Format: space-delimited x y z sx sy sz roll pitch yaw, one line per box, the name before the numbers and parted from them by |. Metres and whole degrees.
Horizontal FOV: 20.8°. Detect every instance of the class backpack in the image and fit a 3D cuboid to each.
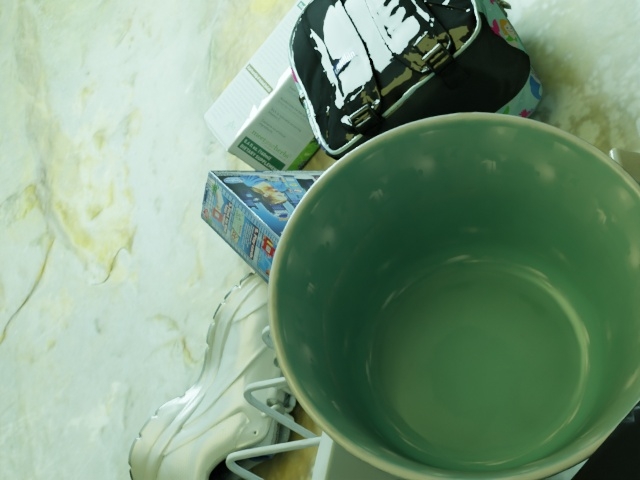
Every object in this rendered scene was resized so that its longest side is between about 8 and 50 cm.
backpack | 0.089 -0.185 1.777 0.225 0.191 0.253 -41 45 15

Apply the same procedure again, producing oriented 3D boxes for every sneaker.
sneaker | -0.069 0.156 1.789 0.129 0.111 0.297 28 87 37

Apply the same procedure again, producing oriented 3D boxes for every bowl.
bowl | 0.123 0.073 1.381 0.311 0.163 0.311 -3 63 6

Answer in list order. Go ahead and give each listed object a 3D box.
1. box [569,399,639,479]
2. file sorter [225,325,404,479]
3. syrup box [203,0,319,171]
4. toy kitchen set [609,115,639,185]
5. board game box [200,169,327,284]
box | 0.236 0.256 1.265 0.261 0.184 0.103 -50 34 7
file sorter | 0.025 0.216 1.536 0.173 0.193 0.278 -16 51 46
syrup box | -0.015 -0.188 1.982 0.237 0.093 0.096 -49 36 8
toy kitchen set | 0.299 0.008 1.479 0.207 0.122 0.166 -53 30 40
board game box | 0.000 0.000 1.765 0.194 0.194 0.060 -121 37 -52
